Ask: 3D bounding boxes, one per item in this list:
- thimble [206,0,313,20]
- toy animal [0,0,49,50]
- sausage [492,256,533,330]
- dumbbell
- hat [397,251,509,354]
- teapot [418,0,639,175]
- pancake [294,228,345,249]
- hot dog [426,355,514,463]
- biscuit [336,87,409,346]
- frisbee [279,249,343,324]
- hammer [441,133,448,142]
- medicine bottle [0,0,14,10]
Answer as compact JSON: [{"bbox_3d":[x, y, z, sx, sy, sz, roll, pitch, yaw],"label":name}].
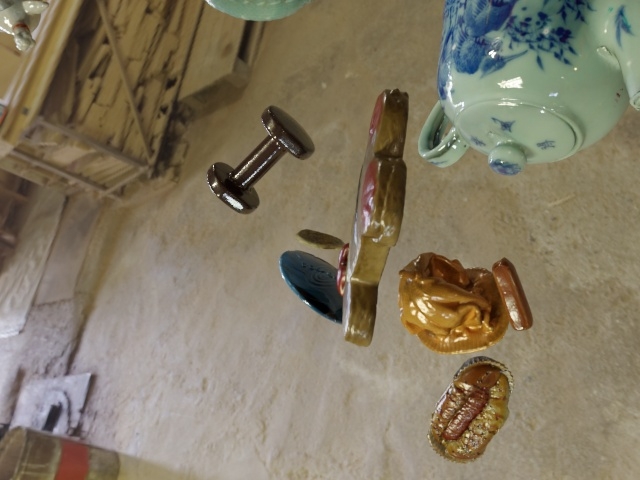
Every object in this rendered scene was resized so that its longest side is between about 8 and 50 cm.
[{"bbox_3d":[-0.095,-0.438,0.802,0.235,0.143,0.198,29,69,9],"label":"thimble"},{"bbox_3d":[-0.743,-0.553,1.320,0.140,0.138,0.282,-60,36,8],"label":"toy animal"},{"bbox_3d":[0.340,0.094,0.978,0.041,0.039,0.131,-19,89,40],"label":"sausage"},{"bbox_3d":[-0.130,-0.172,1.194,0.225,0.140,0.124,-41,29,19],"label":"dumbbell"},{"bbox_3d":[0.246,0.119,1.200,0.233,0.233,0.244,-49,38,11],"label":"hat"},{"bbox_3d":[0.153,-0.115,0.414,0.232,0.159,0.158,-9,61,64],"label":"teapot"},{"bbox_3d":[0.000,0.001,1.536,0.152,0.152,0.025,33,112,50],"label":"pancake"},{"bbox_3d":[0.220,0.250,0.808,0.053,0.099,0.192,-79,5,-65],"label":"hot dog"},{"bbox_3d":[0.084,-0.028,0.992,0.394,0.077,0.368,98,-179,-51],"label":"biscuit"},{"bbox_3d":[0.015,0.095,1.244,0.045,0.242,0.242,-54,40,20],"label":"frisbee"},{"bbox_3d":[0.322,-0.253,1.480,0.083,0.031,0.052,-24,63,-5],"label":"hammer"},{"bbox_3d":[-0.721,-0.616,1.055,0.110,0.351,0.110,-12,42,11],"label":"medicine bottle"}]
